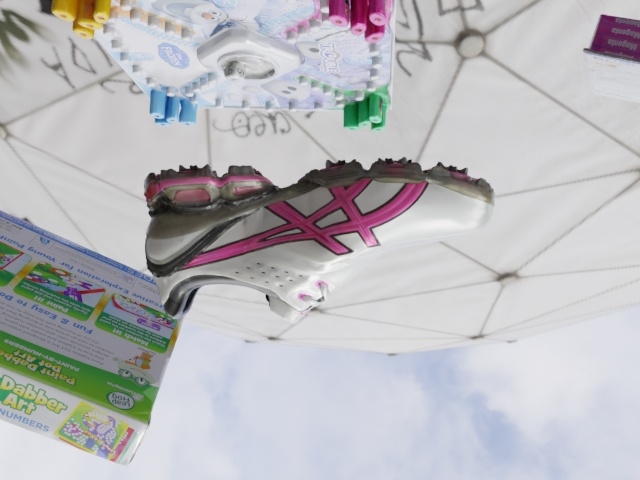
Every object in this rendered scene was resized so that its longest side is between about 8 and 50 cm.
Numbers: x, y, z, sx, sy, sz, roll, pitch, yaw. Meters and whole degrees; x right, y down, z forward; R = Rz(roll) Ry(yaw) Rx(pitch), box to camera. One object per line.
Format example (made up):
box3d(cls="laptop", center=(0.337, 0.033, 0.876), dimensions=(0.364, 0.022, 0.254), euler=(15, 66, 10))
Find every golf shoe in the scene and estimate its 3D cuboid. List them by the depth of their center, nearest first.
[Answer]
box3d(cls="golf shoe", center=(0.000, 0.000, 0.360), dimensions=(0.186, 0.067, 0.086), euler=(-4, -92, 4))

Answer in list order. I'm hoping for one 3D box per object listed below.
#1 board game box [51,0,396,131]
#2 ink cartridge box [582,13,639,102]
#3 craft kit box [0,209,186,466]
box3d(cls="board game box", center=(-0.097, -0.234, 0.904), dimensions=(0.390, 0.390, 0.050), euler=(3, -100, 6))
box3d(cls="ink cartridge box", center=(0.472, -0.183, 0.750), dimensions=(0.324, 0.330, 0.071), euler=(18, -80, 21))
box3d(cls="craft kit box", center=(-0.260, 0.074, 0.639), dimensions=(0.061, 0.250, 0.246), euler=(-62, -170, 15))
